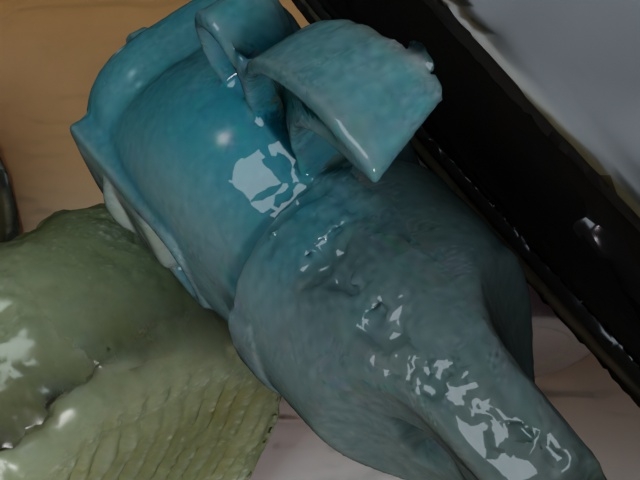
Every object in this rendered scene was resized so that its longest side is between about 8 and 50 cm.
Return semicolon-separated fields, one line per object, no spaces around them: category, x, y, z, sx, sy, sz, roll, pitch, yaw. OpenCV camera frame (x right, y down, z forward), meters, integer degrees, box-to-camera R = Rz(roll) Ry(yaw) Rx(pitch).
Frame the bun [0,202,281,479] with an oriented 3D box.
bun;-0.111;0.066;0.619;0.195;0.195;0.118;-44;64;8

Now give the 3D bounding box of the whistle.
whistle;0.000;0.000;0.502;0.093;0.186;0.274;-34;45;-9

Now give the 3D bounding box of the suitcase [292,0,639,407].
suitcase;0.158;-0.098;0.481;0.283;0.194;0.434;-38;69;-4

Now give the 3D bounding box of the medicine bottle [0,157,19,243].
medicine bottle;-0.234;-0.016;0.760;0.143;0.147;0.147;-29;58;16

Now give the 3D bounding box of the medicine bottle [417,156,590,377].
medicine bottle;0.057;-0.075;0.642;0.095;0.095;0.260;-16;63;25
